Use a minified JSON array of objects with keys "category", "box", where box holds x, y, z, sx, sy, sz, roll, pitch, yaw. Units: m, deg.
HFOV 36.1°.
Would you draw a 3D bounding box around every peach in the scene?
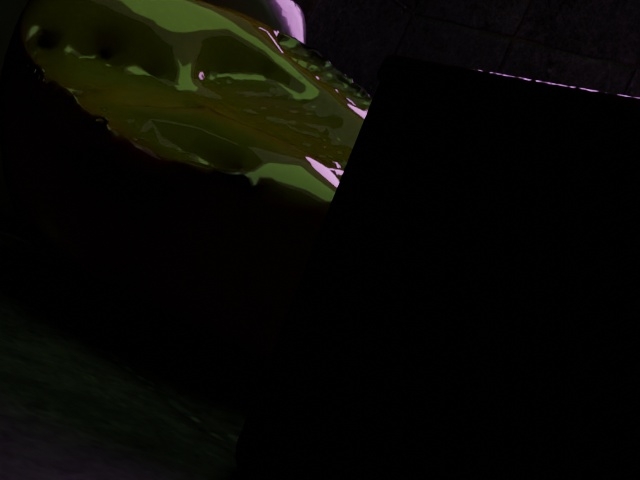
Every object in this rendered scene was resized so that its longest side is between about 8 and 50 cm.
[{"category":"peach","box":[-0.092,-0.040,0.782,0.306,0.242,0.380,-15,51,-46]}]

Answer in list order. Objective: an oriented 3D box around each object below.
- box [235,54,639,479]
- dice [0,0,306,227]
[{"category":"box","box":[0.144,0.083,0.440,0.239,0.229,0.339,23,3,-32]},{"category":"dice","box":[-0.207,-0.153,1.042,0.304,0.304,0.277,17,6,-18]}]
